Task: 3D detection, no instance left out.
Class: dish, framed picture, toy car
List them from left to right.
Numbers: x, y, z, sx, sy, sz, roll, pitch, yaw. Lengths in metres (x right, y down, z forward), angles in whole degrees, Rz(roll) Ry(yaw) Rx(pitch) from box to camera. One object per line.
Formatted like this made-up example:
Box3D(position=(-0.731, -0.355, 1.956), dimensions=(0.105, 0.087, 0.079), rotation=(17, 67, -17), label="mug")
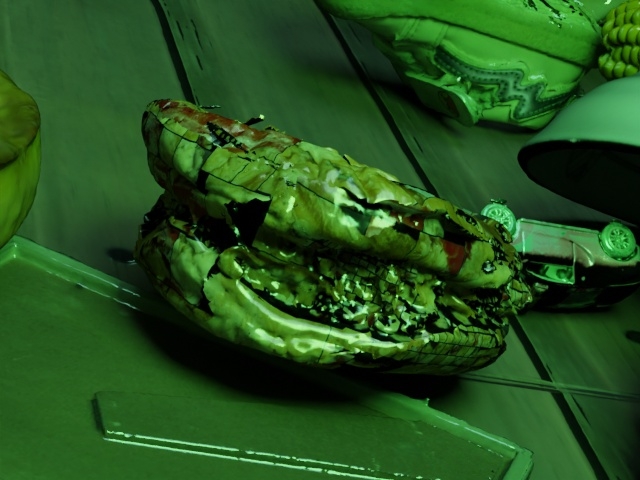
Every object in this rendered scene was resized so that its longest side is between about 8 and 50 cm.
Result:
Box3D(position=(-0.068, 0.091, 0.833), dimensions=(0.315, 0.024, 0.232), rotation=(21, 23, 13), label="framed picture")
Box3D(position=(0.132, 0.016, 1.094), dimensions=(0.142, 0.069, 0.055), rotation=(8, 63, -19), label="toy car")
Box3D(position=(0.290, -0.055, 1.150), dimensions=(0.316, 0.106, 0.316), rotation=(18, -5, 2), label="dish")

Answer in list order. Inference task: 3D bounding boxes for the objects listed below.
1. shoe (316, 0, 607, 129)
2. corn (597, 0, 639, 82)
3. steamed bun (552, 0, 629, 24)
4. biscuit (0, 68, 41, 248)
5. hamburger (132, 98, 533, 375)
Box3D(position=(0.111, -0.160, 1.388), dimensions=(0.262, 0.128, 0.140), rotation=(8, 14, -26), label="shoe")
Box3D(position=(0.316, -0.129, 1.284), dimensions=(0.101, 0.101, 0.310), rotation=(-2, 11, -38), label="corn")
Box3D(position=(0.163, -0.328, 1.589), dimensions=(0.342, 0.367, 0.255), rotation=(51, 47, -13), label="steamed bun")
Box3D(position=(-0.290, -0.050, 0.898), dimensions=(0.296, 0.102, 0.296), rotation=(11, 21, -4), label="biscuit")
Box3D(position=(0.000, 0.000, 0.946), dimensions=(0.231, 0.107, 0.231), rotation=(17, 6, -2), label="hamburger")
